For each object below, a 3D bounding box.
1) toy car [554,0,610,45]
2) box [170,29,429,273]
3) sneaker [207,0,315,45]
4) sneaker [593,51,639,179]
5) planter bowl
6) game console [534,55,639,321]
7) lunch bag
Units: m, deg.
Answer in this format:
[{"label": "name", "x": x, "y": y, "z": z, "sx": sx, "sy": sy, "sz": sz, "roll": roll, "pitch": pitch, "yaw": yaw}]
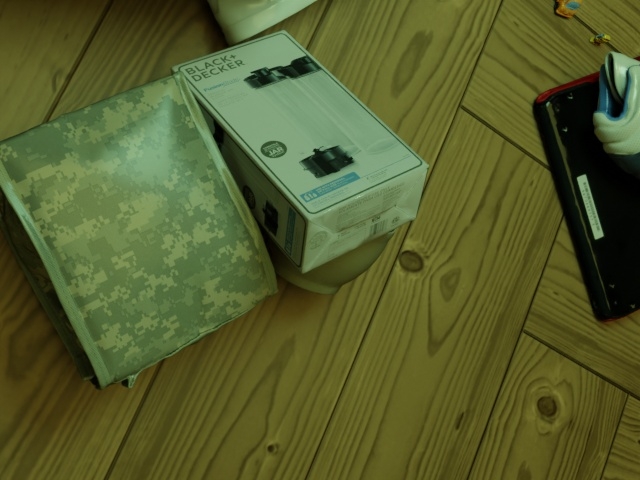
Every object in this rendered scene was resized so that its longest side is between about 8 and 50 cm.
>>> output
[{"label": "toy car", "x": 0.426, "y": -0.368, "z": 1.352, "sx": 0.122, "sy": 0.040, "sz": 0.060, "roll": 29, "pitch": 75, "yaw": -23}, {"label": "box", "x": -0.034, "y": -0.114, "z": 0.981, "sx": 0.169, "sy": 0.087, "sz": 0.290, "roll": -24, "pitch": 55, "yaw": -25}, {"label": "sneaker", "x": -0.034, "y": -0.389, "z": 1.077, "sx": 0.292, "sy": 0.108, "sz": 0.169, "roll": -36, "pitch": 107, "yaw": -23}, {"label": "sneaker", "x": 0.547, "y": -0.244, "z": 1.288, "sx": 0.236, "sy": 0.130, "sz": 0.323, "roll": 36, "pitch": 86, "yaw": -20}, {"label": "planter bowl", "x": 0.000, "y": 0.000, "z": 1.065, "sx": 0.162, "sy": 0.162, "sz": 0.109, "roll": 16, "pitch": 108, "yaw": -26}, {"label": "game console", "x": 0.536, "y": -0.101, "z": 1.387, "sx": 0.341, "sy": 0.060, "sz": 0.387, "roll": -21, "pitch": 97, "yaw": -17}, {"label": "lunch bag", "x": -0.207, "y": -0.005, "z": 0.939, "sx": 0.235, "sy": 0.169, "sz": 0.287, "roll": -28, "pitch": 96, "yaw": -26}]
